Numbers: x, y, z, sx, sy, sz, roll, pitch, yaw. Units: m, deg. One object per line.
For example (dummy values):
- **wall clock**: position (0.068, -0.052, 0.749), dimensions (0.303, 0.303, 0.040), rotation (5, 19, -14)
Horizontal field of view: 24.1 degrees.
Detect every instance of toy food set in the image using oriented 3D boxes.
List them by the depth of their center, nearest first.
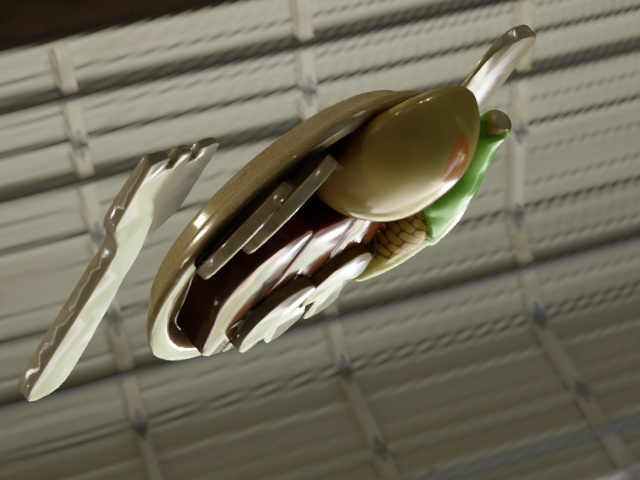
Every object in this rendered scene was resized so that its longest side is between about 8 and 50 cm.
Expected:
- **toy food set**: position (0.000, 0.000, 0.480), dimensions (0.192, 0.038, 0.132), rotation (-24, -23, -46)
